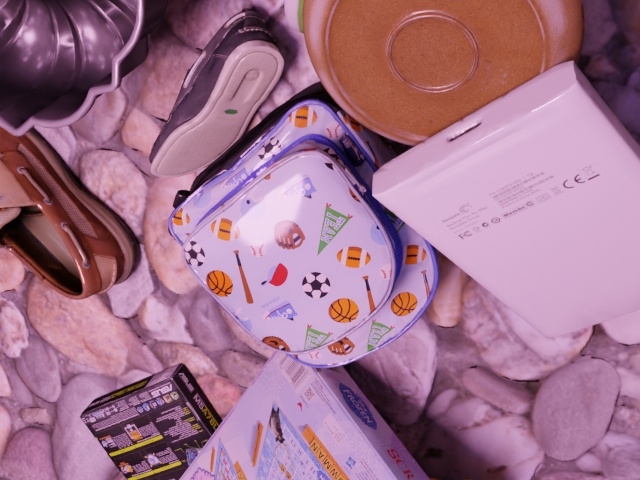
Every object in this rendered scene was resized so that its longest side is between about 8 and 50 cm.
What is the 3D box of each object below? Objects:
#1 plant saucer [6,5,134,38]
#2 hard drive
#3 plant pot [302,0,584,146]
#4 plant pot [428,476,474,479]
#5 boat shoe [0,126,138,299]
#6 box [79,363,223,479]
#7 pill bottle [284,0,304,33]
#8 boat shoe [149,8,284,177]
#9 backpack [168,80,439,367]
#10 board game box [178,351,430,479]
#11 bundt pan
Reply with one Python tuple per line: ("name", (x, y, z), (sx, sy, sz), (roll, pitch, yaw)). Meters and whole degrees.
("plant saucer", (-0.258, -0.383, 0.744), (0.331, 0.084, 0.332), (7, 116, 15))
("hard drive", (0.225, -0.015, 0.687), (0.203, 0.040, 0.307), (-28, 132, 35))
("plant pot", (0.095, -0.162, 0.602), (0.236, 0.032, 0.236), (10, 139, 9))
("plant pot", (0.114, 0.382, 0.918), (0.187, 0.205, 0.205), (19, 119, 26))
("boat shoe", (-0.381, -0.050, 0.912), (0.324, 0.120, 0.123), (39, 119, -2))
("box", (-0.231, 0.291, 1.063), (0.190, 0.045, 0.184), (-26, 106, 25))
("pill bottle", (0.102, -0.223, 0.669), (0.245, 0.136, 0.136), (22, 118, 7))
("boat shoe", (-0.126, -0.157, 0.821), (0.233, 0.084, 0.079), (-45, 57, 35))
("backpack", (0.000, 0.000, 0.774), (0.276, 0.213, 0.263), (-35, 110, 25))
("board game box", (-0.022, 0.336, 0.881), (0.318, 0.065, 0.319), (-53, 55, 20))
("bundt pan", (-0.285, -0.275, 0.683), (0.330, 0.124, 0.331), (7, 115, 14))
